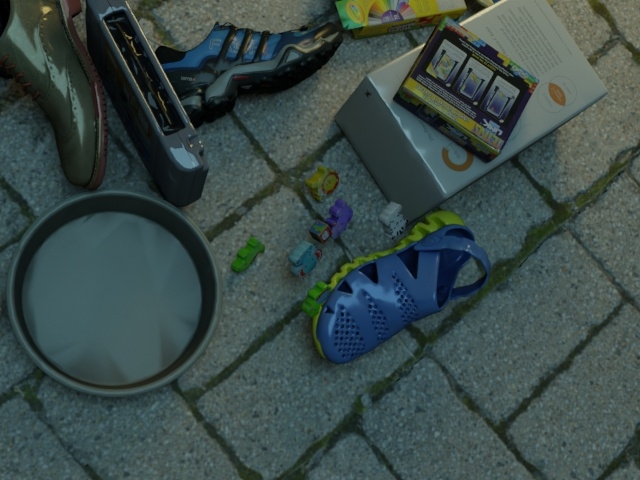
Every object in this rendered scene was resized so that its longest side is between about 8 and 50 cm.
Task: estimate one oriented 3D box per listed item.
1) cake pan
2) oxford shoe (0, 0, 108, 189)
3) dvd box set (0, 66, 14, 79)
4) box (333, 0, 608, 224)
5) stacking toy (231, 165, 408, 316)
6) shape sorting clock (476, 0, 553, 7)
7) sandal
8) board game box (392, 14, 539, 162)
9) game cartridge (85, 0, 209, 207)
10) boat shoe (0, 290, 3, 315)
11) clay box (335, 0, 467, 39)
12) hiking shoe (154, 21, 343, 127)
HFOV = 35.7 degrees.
[{"bbox_3d":[-0.284,0.073,1.382,0.293,0.054,0.293,4,75,-15],"label":"cake pan"},{"bbox_3d":[-0.385,-0.230,1.361,0.130,0.123,0.348,-13,84,-35],"label":"oxford shoe"},{"bbox_3d":[-0.528,-0.473,1.452,0.307,0.062,0.421,17,71,-11],"label":"dvd box set"},{"bbox_3d":[0.232,-0.212,1.547,0.345,0.168,0.215,-32,86,-22],"label":"box"},{"bbox_3d":[0.000,0.000,1.445,0.167,0.052,0.221,29,69,38],"label":"stacking toy"},{"bbox_3d":[0.311,-0.464,1.698,0.206,0.040,0.206,11,59,-19],"label":"shape sorting clock"},{"bbox_3d":[0.126,0.070,1.443,0.317,0.138,0.126,-38,125,-19],"label":"sandal"},{"bbox_3d":[0.210,-0.217,1.425,0.170,0.048,0.141,34,71,-6],"label":"board game box"},{"bbox_3d":[-0.248,-0.196,1.386,0.062,0.198,0.297,-25,81,-21],"label":"game cartridge"},{"bbox_3d":[-0.551,0.005,1.292,0.320,0.118,0.103,28,74,0],"label":"boat shoe"},{"bbox_3d":[0.117,-0.408,1.627,0.222,0.053,0.127,-14,80,-18],"label":"clay box"},{"bbox_3d":[-0.107,-0.285,1.497,0.304,0.113,0.132,-26,85,-21],"label":"hiking shoe"}]
